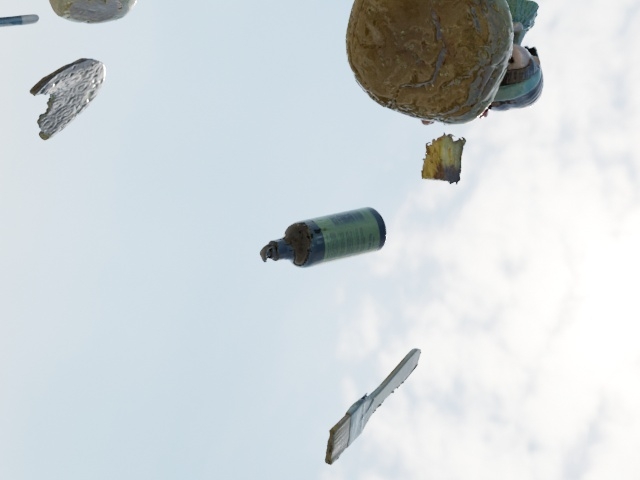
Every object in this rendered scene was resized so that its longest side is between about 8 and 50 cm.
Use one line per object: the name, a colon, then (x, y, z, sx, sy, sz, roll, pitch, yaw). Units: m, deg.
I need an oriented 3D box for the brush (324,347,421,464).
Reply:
brush: (0.097, 0.274, 1.977, 0.020, 0.336, 0.085, 19, -59, 24)

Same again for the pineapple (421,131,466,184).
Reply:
pineapple: (0.271, -0.165, 2.494, 0.137, 0.069, 0.116, 115, -30, -46)

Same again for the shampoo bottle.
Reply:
shampoo bottle: (0.000, 0.000, 2.364, 0.101, 0.284, 0.101, 27, -57, 52)

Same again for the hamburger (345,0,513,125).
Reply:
hamburger: (0.170, -0.313, 1.807, 0.134, 0.266, 0.284, -74, 176, -55)

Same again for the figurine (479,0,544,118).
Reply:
figurine: (0.318, -0.331, 1.966, 0.138, 0.110, 0.245, -15, -116, 43)

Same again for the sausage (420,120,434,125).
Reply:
sausage: (0.200, -0.294, 2.247, 0.035, 0.030, 0.147, 76, 5, -70)

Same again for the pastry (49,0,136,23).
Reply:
pastry: (-0.396, -0.440, 1.977, 0.156, 0.156, 0.092, -33, -114, 59)

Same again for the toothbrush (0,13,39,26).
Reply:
toothbrush: (-0.555, -0.321, 1.705, 0.019, 0.276, 0.025, -26, -104, 58)

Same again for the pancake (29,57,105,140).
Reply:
pancake: (-0.406, -0.216, 1.770, 0.020, 0.184, 0.190, 45, -55, 7)
